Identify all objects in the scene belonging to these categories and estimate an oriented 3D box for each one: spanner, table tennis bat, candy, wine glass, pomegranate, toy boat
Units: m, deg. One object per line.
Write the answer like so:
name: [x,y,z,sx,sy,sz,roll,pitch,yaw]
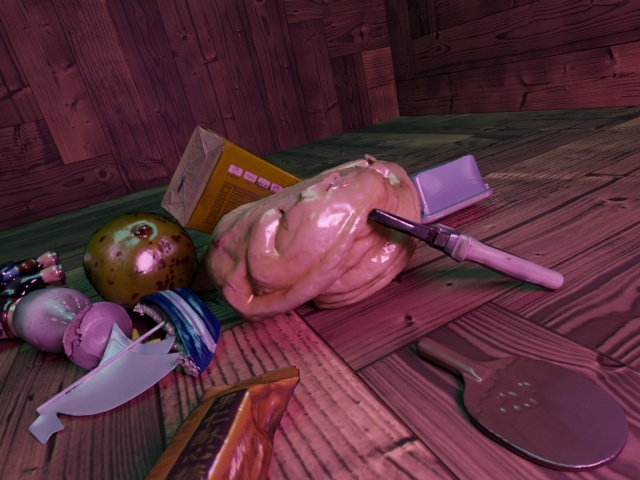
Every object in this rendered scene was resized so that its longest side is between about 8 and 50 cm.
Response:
spanner: [0.216,0.012,0.600,0.325,0.040,0.095,18,10,-19]
table tennis bat: [0.208,0.167,0.463,0.131,0.022,0.234,-26,27,-28]
candy: [-0.097,0.217,0.409,0.143,0.101,0.271,-16,14,8]
wine glass: [-0.464,0.153,0.749,0.241,0.126,0.126,5,27,33]
pomegranate: [-0.367,0.055,0.833,0.211,0.263,0.211,16,47,-18]
toy boat: [-0.304,0.187,0.630,0.291,0.067,0.220,-34,45,-30]

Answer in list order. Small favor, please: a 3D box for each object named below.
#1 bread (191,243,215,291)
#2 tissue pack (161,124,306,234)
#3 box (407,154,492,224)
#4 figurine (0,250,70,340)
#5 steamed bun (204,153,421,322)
bread: [-0.227,0.049,0.960,0.139,0.060,0.178,-14,21,-4]
tissue pack: [-0.181,-0.104,0.933,0.274,0.200,0.167,21,9,-45]
box: [0.278,-0.113,0.978,0.227,0.130,0.162,-21,7,-21]
figurine: [-0.788,0.134,0.906,0.411,0.241,0.306,1,42,-13]
steamed bun: [0.005,-0.002,0.713,0.324,0.230,0.372,-9,19,36]
